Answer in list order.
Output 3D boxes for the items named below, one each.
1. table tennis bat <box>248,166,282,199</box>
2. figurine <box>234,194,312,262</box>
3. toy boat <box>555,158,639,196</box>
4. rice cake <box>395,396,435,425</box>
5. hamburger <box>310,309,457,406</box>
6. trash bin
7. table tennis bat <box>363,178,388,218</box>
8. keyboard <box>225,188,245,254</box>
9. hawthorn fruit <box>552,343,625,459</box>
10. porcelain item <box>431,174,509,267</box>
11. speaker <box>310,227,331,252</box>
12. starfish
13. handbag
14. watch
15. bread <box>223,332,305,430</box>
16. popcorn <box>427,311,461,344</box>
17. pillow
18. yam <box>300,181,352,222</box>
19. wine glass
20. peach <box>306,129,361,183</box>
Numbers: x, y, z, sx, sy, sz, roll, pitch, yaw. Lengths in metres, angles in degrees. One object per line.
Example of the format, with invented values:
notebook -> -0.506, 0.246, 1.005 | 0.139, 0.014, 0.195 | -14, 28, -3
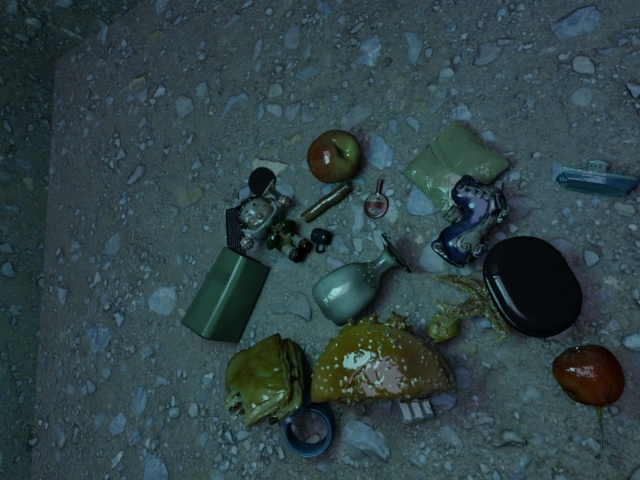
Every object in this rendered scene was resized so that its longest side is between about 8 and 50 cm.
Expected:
table tennis bat -> -0.241, -0.243, 1.888 | 0.220, 0.019, 0.130 | 42, 98, 31
figurine -> -0.199, -0.053, 1.739 | 0.370, 0.167, 0.281 | 37, 79, 22
toy boat -> 0.835, -0.200, 1.282 | 0.215, 0.088, 0.102 | 17, 81, 31
rice cake -> 0.286, 0.490, 1.405 | 0.124, 0.038, 0.211 | -24, 66, 20
hamburger -> 0.166, 0.369, 1.335 | 0.445, 0.268, 0.287 | -18, 65, 24
trash bin -> -0.364, 0.221, 1.715 | 0.158, 0.223, 0.344 | 26, 86, 30
table tennis bat -> 0.216, -0.158, 1.632 | 0.098, 0.019, 0.155 | 7, 83, 29
keyboard -> -0.375, -0.064, 1.894 | 0.103, 0.041, 0.382 | -11, 72, 24
hawthorn fruit -> 0.734, 0.423, 1.136 | 0.165, 0.165, 0.286 | -19, 74, 22
porcelain item -> 0.469, -0.062, 1.375 | 0.186, 0.138, 0.288 | 34, 92, 5
speaker -> 0.003, 0.001, 1.683 | 0.075, 0.060, 0.095 | 17, 120, 30
starfish -> 0.527, 0.161, 1.360 | 0.302, 0.060, 0.299 | -39, 55, -3
handbag -> 0.626, 0.128, 1.261 | 0.253, 0.093, 0.308 | -18, 67, -2
watch -> -0.039, 0.627, 1.471 | 0.210, 0.211, 0.193 | -33, 85, 16
bread -> -0.209, 0.488, 1.477 | 0.314, 0.370, 0.192 | -34, 105, 11
popcorn -> 0.398, 0.285, 1.374 | 0.096, 0.109, 0.089 | 3, 120, 57
pillow -> 0.462, -0.257, 1.496 | 0.280, 0.076, 0.274 | -43, 61, 10
yam -> 0.022, -0.151, 1.710 | 0.241, 0.056, 0.057 | -36, 63, 16
wine glass -> 0.137, 0.142, 1.493 | 0.357, 0.190, 0.191 | -41, 62, 13
peach -> 0.047, -0.322, 1.674 | 0.232, 0.232, 0.233 | -7, 73, 25
